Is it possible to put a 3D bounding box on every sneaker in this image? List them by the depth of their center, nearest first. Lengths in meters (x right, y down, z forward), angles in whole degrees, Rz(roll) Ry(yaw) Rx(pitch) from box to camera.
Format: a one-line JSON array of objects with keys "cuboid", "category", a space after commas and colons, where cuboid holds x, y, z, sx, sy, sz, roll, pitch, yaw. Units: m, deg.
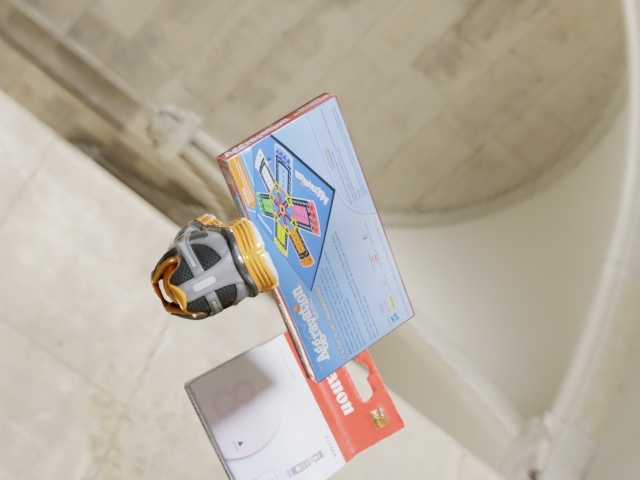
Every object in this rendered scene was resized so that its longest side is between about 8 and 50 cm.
[{"cuboid": [-0.105, 0.028, 1.179, 0.083, 0.084, 0.215, -28, -178, -18], "category": "sneaker"}]

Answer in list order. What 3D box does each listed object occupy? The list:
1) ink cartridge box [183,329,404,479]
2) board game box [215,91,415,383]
[{"cuboid": [-0.027, 0.206, 1.740, 0.232, 0.189, 0.066, -27, -177, -11], "category": "ink cartridge box"}, {"cuboid": [0.000, 0.000, 1.504, 0.145, 0.281, 0.027, -33, -152, -24], "category": "board game box"}]
